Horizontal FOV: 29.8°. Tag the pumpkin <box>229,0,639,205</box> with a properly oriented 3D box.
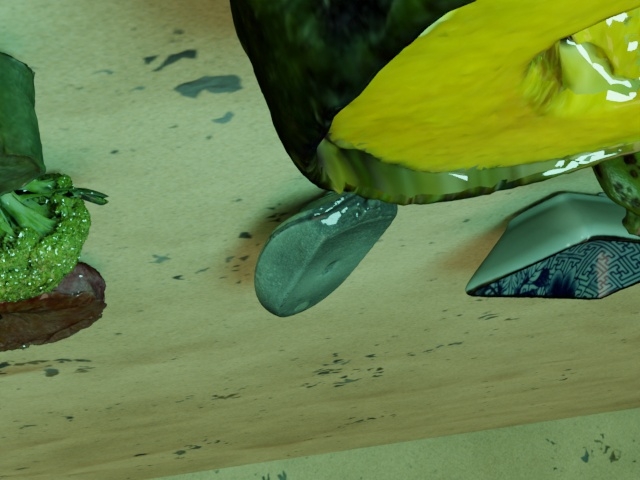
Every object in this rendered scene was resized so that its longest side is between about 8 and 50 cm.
[{"bbox_3d":[0.077,-0.149,0.524,0.256,0.226,0.303,-10,161,-12],"label":"pumpkin"}]

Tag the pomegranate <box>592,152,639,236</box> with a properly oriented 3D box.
[{"bbox_3d":[0.301,-0.110,0.856,0.263,0.211,0.211,-52,150,10],"label":"pomegranate"}]

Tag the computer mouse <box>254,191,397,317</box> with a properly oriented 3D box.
[{"bbox_3d":[-0.004,-0.004,1.165,0.113,0.068,0.229,-20,158,-36],"label":"computer mouse"}]

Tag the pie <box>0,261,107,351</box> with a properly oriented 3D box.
[{"bbox_3d":[-0.321,0.067,1.214,0.218,0.054,0.204,2,158,-34],"label":"pie"}]

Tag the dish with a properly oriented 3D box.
[{"bbox_3d":[0.292,0.001,1.321,0.243,0.080,0.182,3,158,-40],"label":"dish"}]

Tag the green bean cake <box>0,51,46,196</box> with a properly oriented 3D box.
[{"bbox_3d":[-0.288,-0.072,0.753,0.181,0.094,0.173,-23,158,34],"label":"green bean cake"}]

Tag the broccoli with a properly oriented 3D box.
[{"bbox_3d":[-0.246,-0.009,0.951,0.131,0.130,0.120,8,133,40],"label":"broccoli"}]
